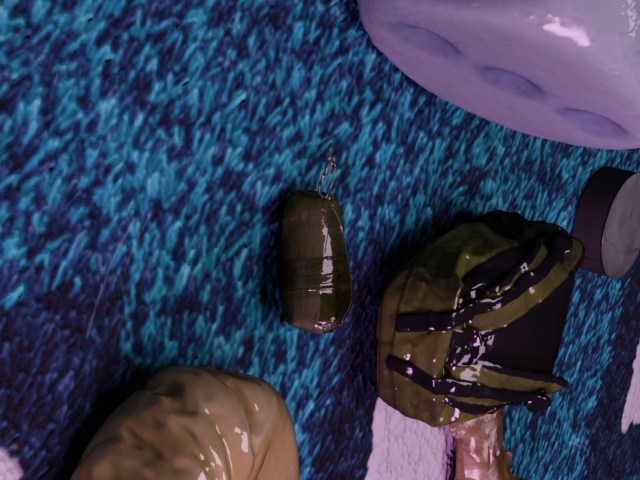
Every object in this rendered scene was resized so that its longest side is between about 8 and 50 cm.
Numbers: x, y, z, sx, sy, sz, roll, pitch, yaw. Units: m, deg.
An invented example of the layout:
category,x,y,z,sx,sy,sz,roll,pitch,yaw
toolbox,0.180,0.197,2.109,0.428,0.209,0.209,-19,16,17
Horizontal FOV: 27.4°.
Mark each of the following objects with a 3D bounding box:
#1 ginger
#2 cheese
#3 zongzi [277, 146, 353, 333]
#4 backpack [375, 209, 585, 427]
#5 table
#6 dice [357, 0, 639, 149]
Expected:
category,x,y,z,sx,sy,sz,roll,pitch,yaw
ginger,0.197,0.263,1.469,0.131,0.086,0.294,-21,118,-24
cheese,-0.096,0.204,1.000,0.214,0.117,0.226,-61,150,-24
zongzi,0.000,0.000,1.116,0.130,0.062,0.154,-2,90,-76
backpack,0.156,0.080,1.274,0.253,0.140,0.207,-14,114,-51
table,0.356,-0.022,1.601,0.133,0.043,0.133,-28,126,-46
dice,0.204,-0.245,1.090,0.268,0.262,0.265,37,74,-55
